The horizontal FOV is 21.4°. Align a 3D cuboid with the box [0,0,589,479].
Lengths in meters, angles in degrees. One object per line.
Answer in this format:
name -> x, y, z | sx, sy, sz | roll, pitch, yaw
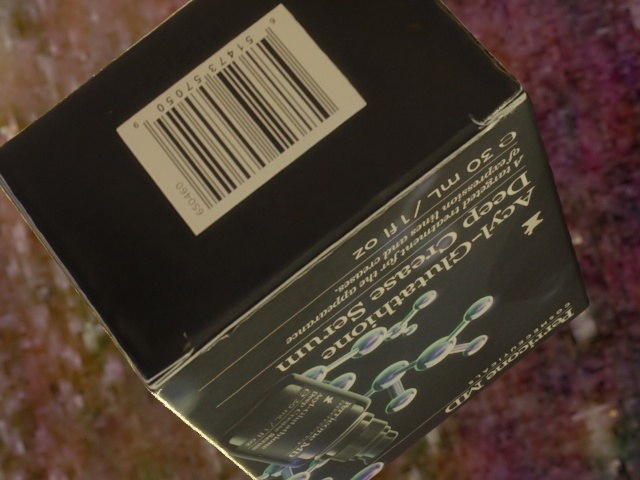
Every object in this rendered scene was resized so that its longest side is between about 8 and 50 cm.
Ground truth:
box -> 0.000, 0.000, 1.220 | 0.212, 0.293, 0.395 | 51, 178, 25
